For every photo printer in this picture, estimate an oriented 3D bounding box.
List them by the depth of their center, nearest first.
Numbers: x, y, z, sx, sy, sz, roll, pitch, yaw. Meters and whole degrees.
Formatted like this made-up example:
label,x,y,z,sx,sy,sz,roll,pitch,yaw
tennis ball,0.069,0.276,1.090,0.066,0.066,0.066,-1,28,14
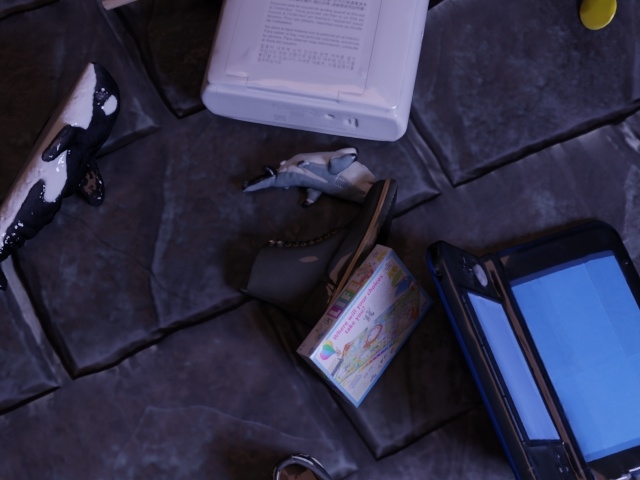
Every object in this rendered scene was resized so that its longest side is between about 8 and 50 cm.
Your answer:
label,x,y,z,sx,sy,sz,roll,pitch,yaw
photo printer,0.004,-0.289,1.321,0.256,0.107,0.308,8,70,5

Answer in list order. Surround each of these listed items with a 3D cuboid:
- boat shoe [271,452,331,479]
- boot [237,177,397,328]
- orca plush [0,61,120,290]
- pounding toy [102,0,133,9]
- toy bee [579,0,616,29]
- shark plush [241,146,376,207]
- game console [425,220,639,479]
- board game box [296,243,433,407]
label,x,y,z,sx,sy,sz,roll,pitch,yaw
boat shoe,0.024,0.328,1.116,0.084,0.079,0.233,-33,74,-12
boot,0.000,0.000,1.236,0.137,0.077,0.198,21,73,14
orca plush,-0.301,-0.064,1.251,0.102,0.151,0.287,32,67,-21
pounding toy,-0.205,-0.426,1.350,0.182,0.110,0.237,-6,61,7
toy bee,0.346,-0.390,1.341,0.298,0.162,0.195,35,89,-19
shark plush,-0.013,-0.070,1.273,0.161,0.073,0.067,-6,101,-7
game console,0.272,0.116,1.145,0.173,0.250,0.293,-28,70,19
board game box,0.053,0.096,1.188,0.026,0.103,0.154,19,65,49
